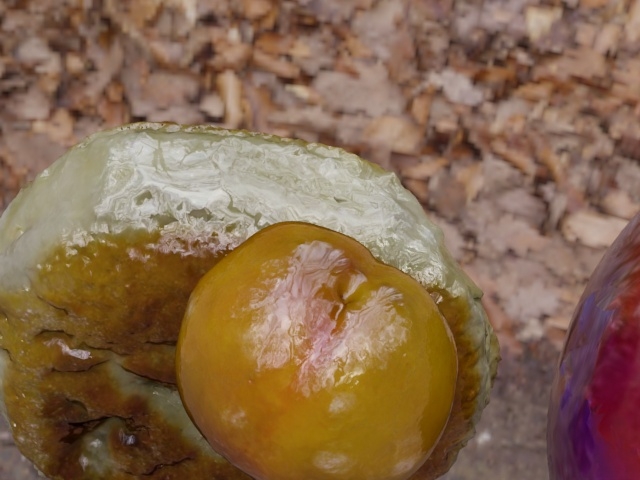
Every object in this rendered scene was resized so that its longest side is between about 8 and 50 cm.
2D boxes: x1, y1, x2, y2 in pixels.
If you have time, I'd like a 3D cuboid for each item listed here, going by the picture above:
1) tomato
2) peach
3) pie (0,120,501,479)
[{"bbox_3d":[0.226,0.080,0.893,0.176,0.334,0.289,25,-1,-11],"label":"tomato"},{"bbox_3d":[-0.002,0.059,0.707,0.138,0.138,0.138,5,39,-4],"label":"peach"},{"bbox_3d":[-0.056,0.074,0.869,0.315,0.315,0.092,8,32,1],"label":"pie"}]
